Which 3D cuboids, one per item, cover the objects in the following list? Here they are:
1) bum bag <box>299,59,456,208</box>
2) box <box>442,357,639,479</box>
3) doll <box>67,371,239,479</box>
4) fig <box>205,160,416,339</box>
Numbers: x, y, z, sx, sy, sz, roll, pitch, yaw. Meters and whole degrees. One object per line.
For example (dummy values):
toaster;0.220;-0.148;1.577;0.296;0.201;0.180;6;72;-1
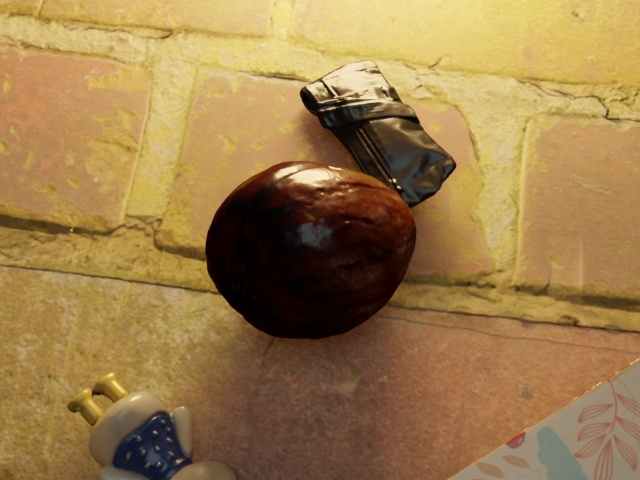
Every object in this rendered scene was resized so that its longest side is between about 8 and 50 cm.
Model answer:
bum bag;0.077;-0.144;1.452;0.123;0.060;0.248;-27;68;-11
box;0.303;0.374;1.182;0.385;0.122;0.344;-30;70;-8
doll;-0.174;0.270;1.247;0.293;0.119;0.138;39;56;20
fig;-0.008;0.007;1.300;0.263;0.224;0.224;-5;67;-5
